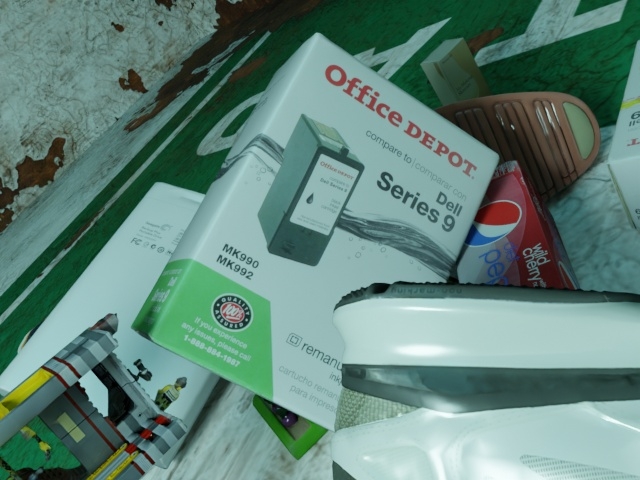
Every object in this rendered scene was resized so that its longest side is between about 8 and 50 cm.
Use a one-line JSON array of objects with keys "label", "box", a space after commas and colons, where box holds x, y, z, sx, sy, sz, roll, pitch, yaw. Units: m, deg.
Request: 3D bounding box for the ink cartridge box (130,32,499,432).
[{"label": "ink cartridge box", "box": [0.000, 0.000, 0.595, 0.289, 0.211, 0.121, -64, 17, -14]}]

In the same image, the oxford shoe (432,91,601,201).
[{"label": "oxford shoe", "box": [0.117, -0.068, 0.785, 0.397, 0.140, 0.146, -18, 3, 10]}]

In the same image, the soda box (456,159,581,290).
[{"label": "soda box", "box": [0.176, 0.038, 0.586, 0.083, 0.092, 0.263, -28, 29, 23]}]

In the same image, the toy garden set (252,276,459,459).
[{"label": "toy garden set", "box": [0.010, 0.093, 0.745, 0.244, 0.049, 0.204, -43, 27, -10]}]

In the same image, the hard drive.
[{"label": "hard drive", "box": [-0.205, 0.084, 0.854, 0.233, 0.047, 0.353, 17, 53, 17]}]

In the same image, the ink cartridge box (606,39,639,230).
[{"label": "ink cartridge box", "box": [0.365, -0.116, 0.605, 0.154, 0.093, 0.212, -9, 40, 42]}]

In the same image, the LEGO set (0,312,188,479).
[{"label": "LEGO set", "box": [-0.179, 0.197, 0.535, 0.192, 0.331, 0.255, -43, 13, -28]}]

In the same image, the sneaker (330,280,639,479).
[{"label": "sneaker", "box": [0.215, 0.159, 0.337, 0.447, 0.169, 0.257, 0, 78, 22]}]

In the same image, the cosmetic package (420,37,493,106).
[{"label": "cosmetic package", "box": [0.197, -0.221, 0.943, 0.060, 0.115, 0.041, -47, 28, -17]}]

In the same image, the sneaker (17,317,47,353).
[{"label": "sneaker", "box": [-0.369, 0.180, 0.985, 0.127, 0.126, 0.321, -35, 16, -4]}]
